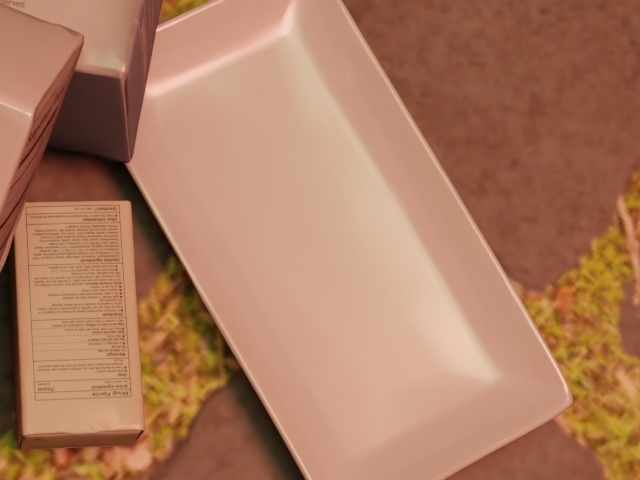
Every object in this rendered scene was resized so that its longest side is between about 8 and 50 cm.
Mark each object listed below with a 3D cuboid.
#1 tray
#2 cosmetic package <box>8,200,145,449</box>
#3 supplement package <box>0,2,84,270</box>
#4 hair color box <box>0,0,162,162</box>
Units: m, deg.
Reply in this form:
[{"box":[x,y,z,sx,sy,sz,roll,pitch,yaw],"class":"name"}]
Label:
[{"box":[0.000,0.000,0.987,0.145,0.030,0.270,-27,81,-19],"class":"tray"},{"box":[-0.118,0.041,0.941,0.060,0.041,0.115,0,74,-13],"class":"cosmetic package"},{"box":[-0.209,0.012,0.818,0.139,0.134,0.244,21,108,-5],"class":"supplement package"},{"box":[-0.150,-0.241,0.967,0.185,0.113,0.375,9,71,0],"class":"hair color box"}]
